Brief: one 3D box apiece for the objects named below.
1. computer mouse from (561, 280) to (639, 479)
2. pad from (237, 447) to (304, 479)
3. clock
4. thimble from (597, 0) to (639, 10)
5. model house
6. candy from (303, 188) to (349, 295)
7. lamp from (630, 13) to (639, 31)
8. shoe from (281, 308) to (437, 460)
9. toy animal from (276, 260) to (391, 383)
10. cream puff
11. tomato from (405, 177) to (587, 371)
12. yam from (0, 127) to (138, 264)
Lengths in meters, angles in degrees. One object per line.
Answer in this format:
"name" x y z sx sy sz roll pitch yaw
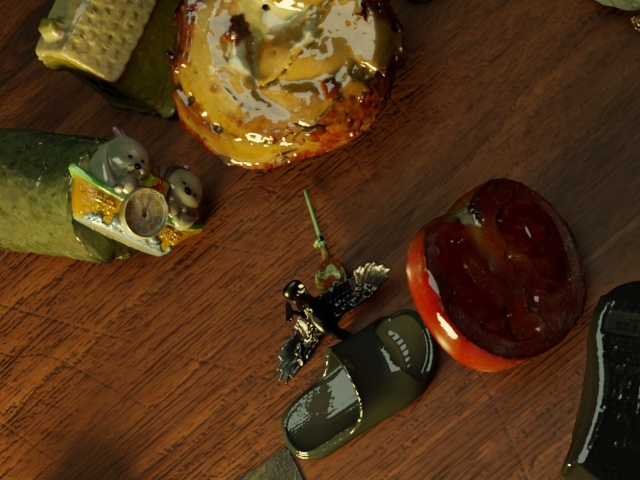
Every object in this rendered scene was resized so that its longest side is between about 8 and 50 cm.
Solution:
"computer mouse" 0.351 0.180 1.031 0.147 0.088 0.264 12 76 11
"pad" -0.053 0.389 1.199 0.143 0.003 0.211 -37 59 9
"clock" -0.254 -0.064 1.341 0.103 0.231 0.144 9 74 48
"thimble" 0.415 -0.404 1.157 0.250 0.172 0.205 2 61 29
"model house" -0.313 -0.325 1.464 0.175 0.234 0.193 20 83 31
"candy" 0.000 0.000 1.300 0.055 0.049 0.184 116 144 -47
"lamp" 0.446 -0.279 1.192 0.083 0.031 0.063 -31 62 9
"shoe" 0.039 0.182 1.181 0.241 0.093 0.108 -41 57 9
"toy animal" -0.001 0.099 1.234 0.220 0.108 0.062 -51 26 18
"cream puff" -0.049 -0.264 1.313 0.350 0.229 0.350 0 92 14
"tomato" 0.192 0.051 1.113 0.233 0.139 0.200 -31 86 -31
"yam" -0.418 -0.073 1.449 0.300 0.195 0.195 7 74 28
